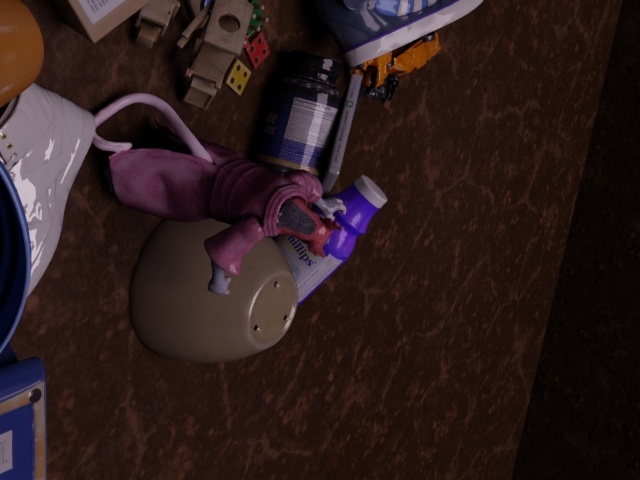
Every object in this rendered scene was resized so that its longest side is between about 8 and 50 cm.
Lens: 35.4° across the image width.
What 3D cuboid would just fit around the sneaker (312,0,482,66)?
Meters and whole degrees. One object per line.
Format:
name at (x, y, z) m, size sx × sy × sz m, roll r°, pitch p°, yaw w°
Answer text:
sneaker at (0.129, -0.476, 1.801) m, size 0.323 × 0.130 × 0.236 m, roll -30°, pitch 101°, yaw -21°

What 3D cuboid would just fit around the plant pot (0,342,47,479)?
plant pot at (-0.475, 0.240, 1.248) m, size 0.236 × 0.212 × 0.235 m, roll -20°, pitch 123°, yaw -51°

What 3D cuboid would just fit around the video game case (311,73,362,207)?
video game case at (0.029, -0.176, 1.836) m, size 0.212 × 0.023 × 0.193 m, roll 117°, pitch -13°, yaw -72°

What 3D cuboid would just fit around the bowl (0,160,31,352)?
bowl at (-0.499, 0.007, 1.031) m, size 0.391 × 0.077 × 0.391 m, roll -6°, pitch 114°, yaw -12°

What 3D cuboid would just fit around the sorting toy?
sorting toy at (-0.138, -0.358, 1.614) m, size 0.132 × 0.046 × 0.274 m, roll -51°, pitch 143°, yaw -29°

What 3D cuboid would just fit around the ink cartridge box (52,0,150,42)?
ink cartridge box at (-0.288, -0.406, 1.286) m, size 0.193 × 0.088 × 0.234 m, roll -41°, pitch 139°, yaw -13°

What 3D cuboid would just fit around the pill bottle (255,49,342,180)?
pill bottle at (-0.032, -0.218, 1.770) m, size 0.123 × 0.123 × 0.219 m, roll 7°, pitch 98°, yaw -57°

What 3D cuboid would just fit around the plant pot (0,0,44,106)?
plant pot at (-0.422, -0.213, 1.140) m, size 0.188 × 0.205 × 0.205 m, roll -39°, pitch 137°, yaw -62°

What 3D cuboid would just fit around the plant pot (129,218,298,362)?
plant pot at (-0.151, 0.089, 1.680) m, size 0.284 × 0.191 × 0.284 m, roll -30°, pitch 128°, yaw -46°

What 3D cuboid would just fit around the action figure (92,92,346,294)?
action figure at (-0.117, -0.084, 1.476) m, size 0.248 × 0.370 × 0.275 m, roll -48°, pitch 142°, yaw -30°

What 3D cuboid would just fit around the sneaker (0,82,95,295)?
sneaker at (-0.413, -0.072, 1.299) m, size 0.169 × 0.108 × 0.292 m, roll 35°, pitch 66°, yaw -55°

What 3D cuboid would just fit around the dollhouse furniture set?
dollhouse furniture set at (-0.211, -0.307, 1.519) m, size 0.161 × 0.182 × 0.101 m, roll 20°, pitch 63°, yaw -16°

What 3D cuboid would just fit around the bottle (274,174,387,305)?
bottle at (0.000, 0.000, 1.827) m, size 0.283 × 0.118 × 0.092 m, roll -43°, pitch 156°, yaw 15°

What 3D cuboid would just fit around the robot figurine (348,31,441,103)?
robot figurine at (0.145, -0.397, 1.983) m, size 0.291 × 0.085 × 0.211 m, roll -37°, pitch 134°, yaw -43°
